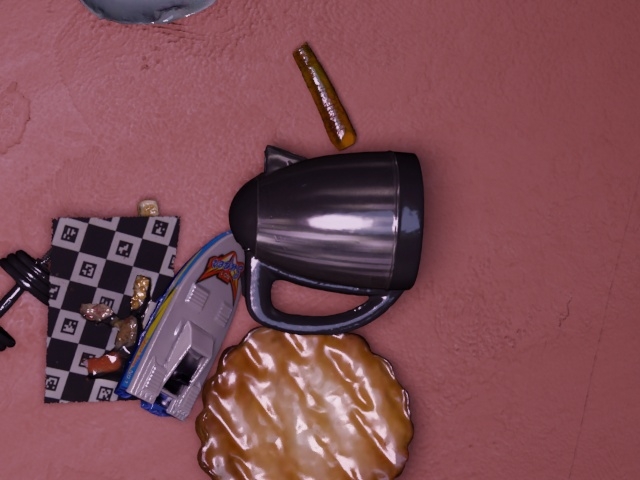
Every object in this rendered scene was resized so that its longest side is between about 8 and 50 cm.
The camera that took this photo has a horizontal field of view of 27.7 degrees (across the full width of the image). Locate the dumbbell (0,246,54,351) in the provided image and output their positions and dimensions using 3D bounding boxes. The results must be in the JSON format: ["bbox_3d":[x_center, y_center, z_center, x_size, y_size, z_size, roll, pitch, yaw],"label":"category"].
[{"bbox_3d":[-0.447,0.089,1.848,0.099,0.099,0.208,42,83,-10],"label":"dumbbell"}]

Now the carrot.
[{"bbox_3d":[0.004,-0.217,1.959,0.042,0.042,0.170,-28,95,-9],"label":"carrot"}]

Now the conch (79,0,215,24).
[{"bbox_3d":[-0.182,-0.436,1.837,0.368,0.197,0.249,2,130,-16],"label":"conch"}]

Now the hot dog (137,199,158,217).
[{"bbox_3d":[-0.252,-0.023,1.914,0.030,0.034,0.090,-9,116,-12],"label":"hot dog"}]

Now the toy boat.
[{"bbox_3d":[-0.184,0.113,1.893,0.129,0.088,0.295,39,72,-45],"label":"toy boat"}]

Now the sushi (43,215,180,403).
[{"bbox_3d":[-0.310,0.097,1.894,0.193,0.043,0.279,-1,102,-28],"label":"sushi"}]

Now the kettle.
[{"bbox_3d":[0.000,-0.015,1.901,0.271,0.207,0.250,3,124,-6],"label":"kettle"}]

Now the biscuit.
[{"bbox_3d":[-0.028,0.277,1.919,0.326,0.107,0.325,2,79,-10],"label":"biscuit"}]
